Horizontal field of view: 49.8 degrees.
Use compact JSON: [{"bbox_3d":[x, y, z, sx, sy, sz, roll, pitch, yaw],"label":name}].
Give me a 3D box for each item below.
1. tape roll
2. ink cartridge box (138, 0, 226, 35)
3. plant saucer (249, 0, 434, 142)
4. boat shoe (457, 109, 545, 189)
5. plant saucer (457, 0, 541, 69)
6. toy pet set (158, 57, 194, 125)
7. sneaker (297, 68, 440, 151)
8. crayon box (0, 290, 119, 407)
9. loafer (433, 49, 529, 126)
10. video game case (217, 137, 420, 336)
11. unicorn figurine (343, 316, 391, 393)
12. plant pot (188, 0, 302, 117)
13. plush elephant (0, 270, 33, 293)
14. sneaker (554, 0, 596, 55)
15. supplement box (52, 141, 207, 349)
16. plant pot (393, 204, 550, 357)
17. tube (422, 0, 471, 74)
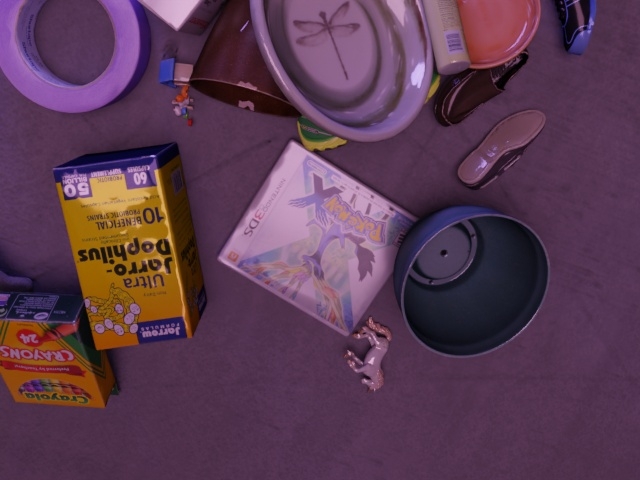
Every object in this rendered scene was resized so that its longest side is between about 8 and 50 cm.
[{"bbox_3d":[-0.466,-0.383,1.299,0.275,0.090,0.275,0,105,-1],"label":"tape roll"},{"bbox_3d":[-0.188,-0.505,1.206,0.117,0.207,0.283,40,102,-8],"label":"ink cartridge box"},{"bbox_3d":[0.028,-0.358,1.192,0.400,0.100,0.400,6,80,-37],"label":"plant saucer"},{"bbox_3d":[0.366,-0.180,1.384,0.206,0.075,0.065,-41,145,5],"label":"boat shoe"},{"bbox_3d":[0.307,-0.413,1.286,0.200,0.037,0.200,-2,83,19],"label":"plant saucer"},{"bbox_3d":[-0.279,-0.285,1.314,0.065,0.122,0.114,5,87,-5],"label":"toy pet set"},{"bbox_3d":[0.090,-0.269,1.322,0.295,0.109,0.123,-23,105,5],"label":"sneaker"},{"bbox_3d":[-0.543,0.242,1.402,0.202,0.081,0.318,2,132,4],"label":"crayon box"},{"bbox_3d":[0.308,-0.304,1.320,0.080,0.078,0.220,38,102,-28],"label":"loafer"},{"bbox_3d":[0.000,0.000,1.431,0.329,0.036,0.300,31,103,-8],"label":"video game case"},{"bbox_3d":[0.106,0.256,1.487,0.111,0.060,0.162,28,98,-18],"label":"unicorn figurine"},{"bbox_3d":[-0.108,-0.368,1.262,0.215,0.215,0.230,14,89,-4],"label":"plant pot"},{"bbox_3d":[-0.809,0.087,1.359,0.272,0.255,0.330,-59,140,-25],"label":"plush elephant"},{"bbox_3d":[0.464,-0.467,1.290,0.090,0.081,0.232,3,98,2],"label":"sneaker"},{"bbox_3d":[-0.359,0.005,1.350,0.194,0.195,0.356,-8,105,2],"label":"supplement box"},{"bbox_3d":[0.267,0.053,1.348,0.293,0.196,0.293,-5,113,-11],"label":"plant pot"},{"bbox_3d":[0.221,-0.426,1.262,0.062,0.070,0.240,-12,83,13],"label":"tube"}]
